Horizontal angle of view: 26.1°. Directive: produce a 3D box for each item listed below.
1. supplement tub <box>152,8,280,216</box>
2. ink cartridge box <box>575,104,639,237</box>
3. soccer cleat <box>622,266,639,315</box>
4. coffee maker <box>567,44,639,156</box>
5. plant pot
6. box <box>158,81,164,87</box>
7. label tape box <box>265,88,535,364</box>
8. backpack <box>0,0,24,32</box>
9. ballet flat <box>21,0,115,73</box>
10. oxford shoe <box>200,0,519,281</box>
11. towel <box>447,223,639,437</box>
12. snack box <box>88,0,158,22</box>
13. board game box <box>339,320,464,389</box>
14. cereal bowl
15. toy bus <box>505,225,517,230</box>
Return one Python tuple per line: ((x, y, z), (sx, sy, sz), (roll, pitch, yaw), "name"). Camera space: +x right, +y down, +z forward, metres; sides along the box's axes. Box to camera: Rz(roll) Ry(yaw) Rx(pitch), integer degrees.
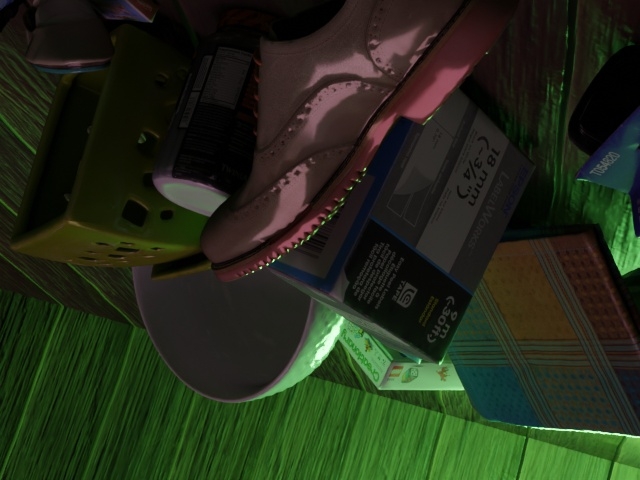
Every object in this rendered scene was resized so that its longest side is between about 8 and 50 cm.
((-0.085, -0.123, 1.363), (0.117, 0.190, 0.117), (17, 165, 5), "supplement tub")
((0.329, -0.038, 1.049), (0.224, 0.045, 0.223), (17, 161, -3), "ink cartridge box")
((0.465, 0.048, 1.565), (0.143, 0.116, 0.331), (-14, 179, -42), "soccer cleat")
((0.299, -0.080, 1.213), (0.171, 0.120, 0.178), (3, 159, 46), "coffee maker")
((-0.188, -0.075, 1.511), (0.207, 0.227, 0.228), (20, 164, -25), "plant pot")
((-0.194, -0.188, 1.582), (0.136, 0.028, 0.081), (11, 164, 31), "box")
((0.112, -0.010, 1.426), (0.106, 0.241, 0.333), (21, 171, 39), "label tape box")
((-0.331, -0.265, 1.241), (0.158, 0.117, 0.173), (41, 154, -12), "backpack")
((-0.262, -0.213, 1.392), (0.086, 0.086, 0.248), (23, -179, -21), "ballet flat")
((-0.004, -0.119, 1.186), (0.146, 0.140, 0.397), (38, 122, -9), "oxford shoe")
((0.252, 0.107, 1.622), (0.370, 0.040, 0.271), (-7, 113, 60), "towel")
((-0.234, -0.265, 1.348), (0.064, 0.022, 0.178), (10, 164, 32), "snack box")
((0.160, 0.131, 1.929), (0.305, 0.053, 0.193), (5, -150, -36), "board game box")
((-0.079, 0.024, 1.709), (0.339, 0.339, 0.141), (4, -173, 43), "cereal bowl")
((0.238, 0.053, 1.769), (0.211, 0.149, 0.220), (41, 158, -28), "toy bus")
